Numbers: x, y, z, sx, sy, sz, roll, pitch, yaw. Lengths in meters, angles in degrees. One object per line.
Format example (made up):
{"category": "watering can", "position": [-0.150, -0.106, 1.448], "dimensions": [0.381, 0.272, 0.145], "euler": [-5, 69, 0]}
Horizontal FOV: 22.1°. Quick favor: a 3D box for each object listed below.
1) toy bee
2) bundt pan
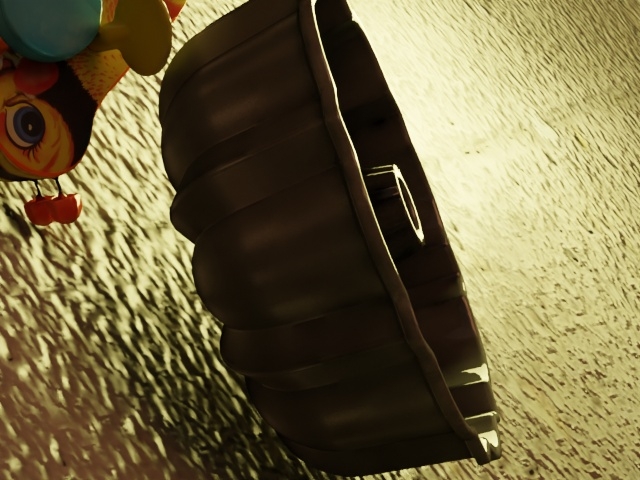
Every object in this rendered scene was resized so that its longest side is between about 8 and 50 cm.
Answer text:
{"category": "toy bee", "position": [-0.179, -0.099, 1.011], "dimensions": [0.162, 0.298, 0.195], "euler": [63, -16, -22]}
{"category": "bundt pan", "position": [0.000, 0.000, 1.012], "dimensions": [0.331, 0.124, 0.331], "euler": [-21, 90, -80]}
